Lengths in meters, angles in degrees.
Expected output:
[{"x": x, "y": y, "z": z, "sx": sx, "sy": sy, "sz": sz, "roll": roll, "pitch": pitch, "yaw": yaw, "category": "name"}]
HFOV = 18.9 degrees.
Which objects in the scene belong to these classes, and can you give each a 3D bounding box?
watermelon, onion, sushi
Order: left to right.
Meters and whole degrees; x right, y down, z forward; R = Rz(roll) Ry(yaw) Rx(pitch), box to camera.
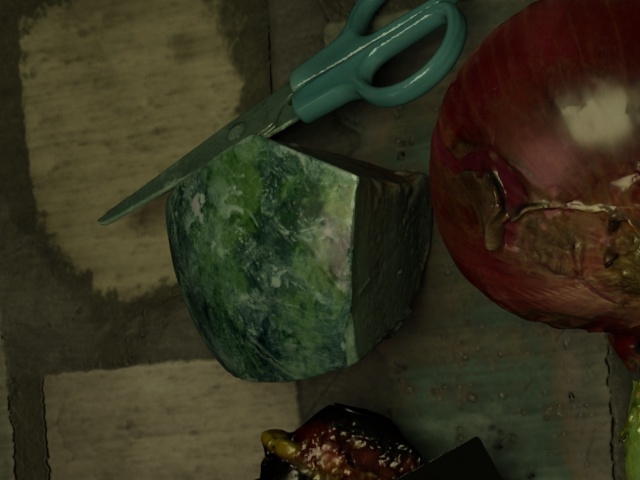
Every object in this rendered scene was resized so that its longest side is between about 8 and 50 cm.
[{"x": 0.000, "y": 0.000, "z": 1.867, "sx": 0.387, "sy": 0.258, "sz": 0.228, "roll": -20, "pitch": 92, "yaw": 63, "category": "watermelon"}, {"x": 0.017, "y": 0.236, "z": 1.856, "sx": 0.172, "sy": 0.153, "sz": 0.150, "roll": 18, "pitch": 89, "yaw": 4, "category": "sushi"}, {"x": 0.267, "y": -0.055, "z": 1.691, "sx": 0.354, "sy": 0.354, "sz": 0.353, "roll": -2, "pitch": 86, "yaw": 22, "category": "onion"}]

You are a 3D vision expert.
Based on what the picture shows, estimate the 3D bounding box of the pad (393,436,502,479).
[{"x": 0.072, "y": 0.297, "z": 1.811, "sx": 0.243, "sy": 0.004, "sz": 0.163, "roll": -28, "pitch": 119, "yaw": 0, "category": "pad"}]

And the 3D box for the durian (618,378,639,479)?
[{"x": 0.385, "y": 0.249, "z": 1.684, "sx": 0.198, "sy": 0.163, "sz": 0.394, "roll": -3, "pitch": 114, "yaw": 49, "category": "durian"}]

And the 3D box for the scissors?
[{"x": -0.048, "y": -0.126, "z": 1.921, "sx": 0.447, "sy": 0.029, "sz": 0.192, "roll": -31, "pitch": 38, "yaw": 20, "category": "scissors"}]
